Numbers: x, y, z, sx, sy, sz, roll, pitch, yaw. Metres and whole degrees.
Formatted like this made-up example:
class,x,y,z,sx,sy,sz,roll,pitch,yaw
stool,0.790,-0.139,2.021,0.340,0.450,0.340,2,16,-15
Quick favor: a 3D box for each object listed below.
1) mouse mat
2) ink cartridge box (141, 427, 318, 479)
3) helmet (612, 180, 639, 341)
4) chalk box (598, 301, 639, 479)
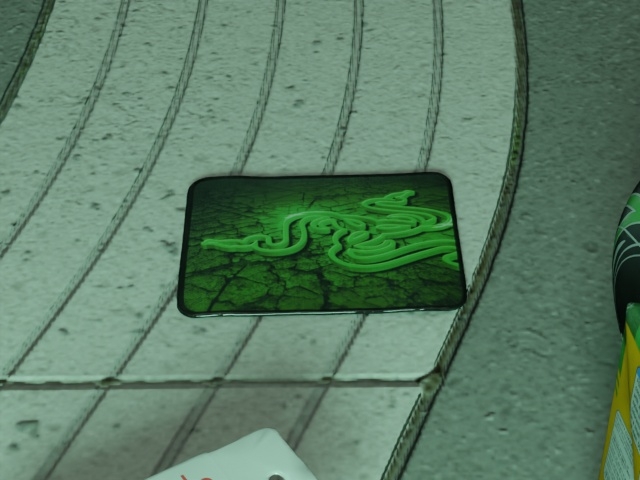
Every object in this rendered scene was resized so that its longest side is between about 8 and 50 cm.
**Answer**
class,x,y,z,sx,sy,sz,roll,pitch,yaw
mouse mat,0.000,0.000,1.017,0.189,0.007,0.153,-1,38,-1
ink cartridge box,-0.076,0.176,0.750,0.181,0.062,0.104,-22,43,-23
helmet,0.246,0.016,0.863,0.169,0.161,0.169,-1,38,1
chalk box,0.292,0.138,0.694,0.289,0.179,0.180,-6,39,-6
